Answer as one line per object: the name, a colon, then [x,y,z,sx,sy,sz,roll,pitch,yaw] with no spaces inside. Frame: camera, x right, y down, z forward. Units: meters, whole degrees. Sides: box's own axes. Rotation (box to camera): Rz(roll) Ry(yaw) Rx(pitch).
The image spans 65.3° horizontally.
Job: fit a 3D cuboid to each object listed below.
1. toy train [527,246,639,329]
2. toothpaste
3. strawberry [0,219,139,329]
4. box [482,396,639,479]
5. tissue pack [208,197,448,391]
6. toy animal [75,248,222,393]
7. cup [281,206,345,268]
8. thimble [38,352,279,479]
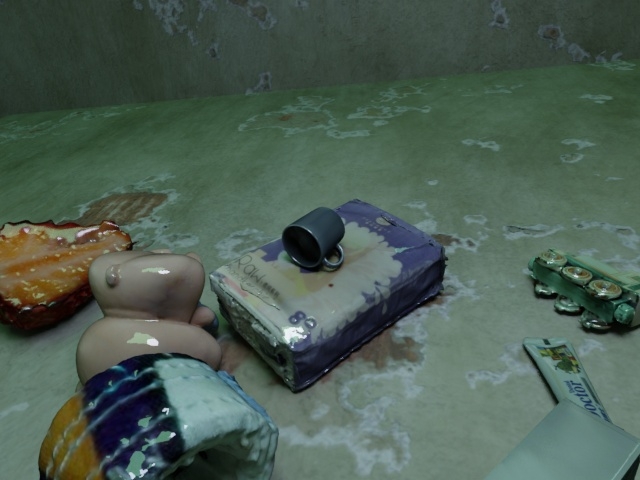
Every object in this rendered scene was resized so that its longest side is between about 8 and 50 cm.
toy train: [0.440,0.072,0.821,0.125,0.080,0.194,-9,27,-21]
toothpaste: [0.337,0.208,0.657,0.067,0.037,0.255,-5,27,6]
strawberry: [-0.550,0.063,1.011,0.254,0.150,0.280,26,38,13]
box: [0.206,0.278,0.479,0.225,0.129,0.086,-28,36,-29]
tissue pack: [0.013,0.072,0.860,0.344,0.125,0.242,-29,43,-28]
toy animal: [-0.257,0.124,0.755,0.210,0.221,0.229,2,32,24]
cup: [0.000,0.000,0.800,0.100,0.078,0.077,45,48,6]
thimble: [-0.164,0.241,0.542,0.237,0.237,0.150,-29,40,-30]
